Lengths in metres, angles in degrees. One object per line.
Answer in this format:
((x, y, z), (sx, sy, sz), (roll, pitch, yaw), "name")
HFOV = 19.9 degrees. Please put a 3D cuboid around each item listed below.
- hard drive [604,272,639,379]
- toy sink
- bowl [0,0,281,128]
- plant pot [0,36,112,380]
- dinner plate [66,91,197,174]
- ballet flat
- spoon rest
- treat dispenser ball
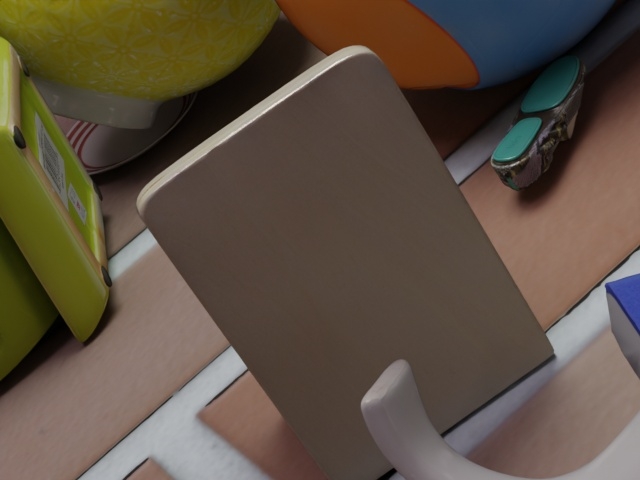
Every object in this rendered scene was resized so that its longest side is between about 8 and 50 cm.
((0.309, 0.036, 0.789), (0.318, 0.040, 0.210), (-16, 30, -3), "hard drive")
((0.000, 0.000, 1.041), (0.153, 0.234, 0.131), (-36, 30, -2), "toy sink")
((-0.177, -0.180, 1.492), (0.289, 0.289, 0.156), (32, 111, 58), "bowl")
((-0.286, -0.017, 1.367), (0.207, 0.227, 0.228), (-24, 30, 5), "plant pot")
((-0.163, -0.098, 1.564), (0.141, 0.017, 0.141), (-25, 31, 16), "dinner plate")
((0.147, -0.074, 1.202), (0.041, 0.041, 0.114), (-3, 40, 42), "ballet flat")
((0.161, 0.095, 0.905), (0.276, 0.084, 0.137), (-5, 19, 27), "spoon rest")
((0.086, -0.247, 1.265), (0.288, 0.288, 0.288), (-24, 31, 16), "treat dispenser ball")
